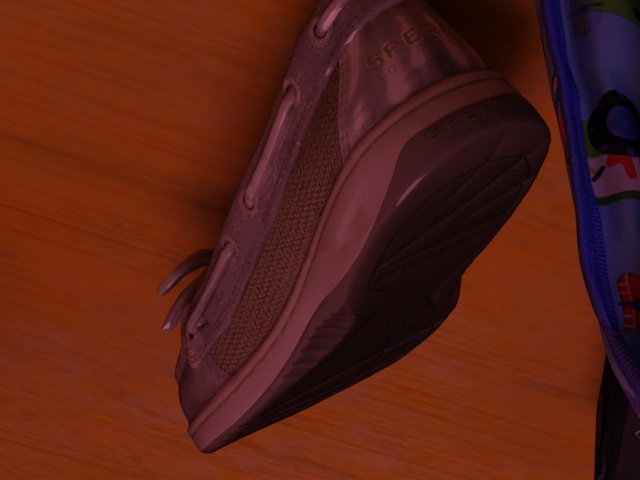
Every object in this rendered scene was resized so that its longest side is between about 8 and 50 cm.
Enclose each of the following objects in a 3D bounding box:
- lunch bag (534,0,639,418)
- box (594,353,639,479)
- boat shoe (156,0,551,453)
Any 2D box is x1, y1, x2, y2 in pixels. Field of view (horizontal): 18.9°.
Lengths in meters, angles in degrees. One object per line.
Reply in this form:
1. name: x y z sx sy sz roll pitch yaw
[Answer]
1. lunch bag: 0.145 0.001 0.648 0.138 0.293 0.221 -7 144 22
2. box: 0.229 0.060 0.942 0.175 0.051 0.220 5 146 5
3. boat shoe: -0.002 0.000 0.866 0.118 0.103 0.320 -24 162 -26
